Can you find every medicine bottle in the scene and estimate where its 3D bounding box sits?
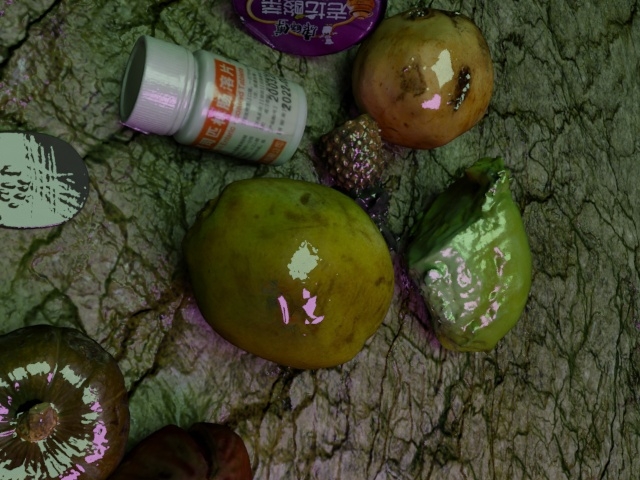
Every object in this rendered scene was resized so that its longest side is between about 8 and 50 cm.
[{"bbox_3d":[-0.156,-0.202,0.848,0.251,0.144,0.145,13,74,-30],"label":"medicine bottle"}]

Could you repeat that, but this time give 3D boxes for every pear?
[{"bbox_3d":[-0.040,0.046,0.805,0.321,0.269,0.269,46,59,-29],"label":"pear"}]

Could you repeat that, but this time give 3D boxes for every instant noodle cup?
[{"bbox_3d":[-0.014,-0.462,0.942,0.251,0.251,0.190,17,63,-30],"label":"instant noodle cup"}]

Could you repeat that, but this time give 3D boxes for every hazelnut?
[{"bbox_3d":[-0.179,0.324,0.717,0.203,0.178,0.178,3,80,-33],"label":"hazelnut"}]

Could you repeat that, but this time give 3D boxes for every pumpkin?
[{"bbox_3d":[-0.320,0.203,0.653,0.218,0.162,0.219,7,75,-28],"label":"pumpkin"}]

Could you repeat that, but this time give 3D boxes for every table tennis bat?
[{"bbox_3d":[-0.417,-0.078,0.726,0.234,0.022,0.131,-3,84,-36],"label":"table tennis bat"}]

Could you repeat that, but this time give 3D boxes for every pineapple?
[{"bbox_3d":[0.083,-0.090,1.010,0.125,0.125,0.252,-27,100,-34],"label":"pineapple"}]

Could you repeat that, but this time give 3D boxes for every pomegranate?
[{"bbox_3d":[0.182,-0.293,1.036,0.260,0.260,0.261,7,77,-32],"label":"pomegranate"}]

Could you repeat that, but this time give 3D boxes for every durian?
[{"bbox_3d":[0.275,0.041,1.068,0.255,0.204,0.340,-33,109,-19],"label":"durian"}]
